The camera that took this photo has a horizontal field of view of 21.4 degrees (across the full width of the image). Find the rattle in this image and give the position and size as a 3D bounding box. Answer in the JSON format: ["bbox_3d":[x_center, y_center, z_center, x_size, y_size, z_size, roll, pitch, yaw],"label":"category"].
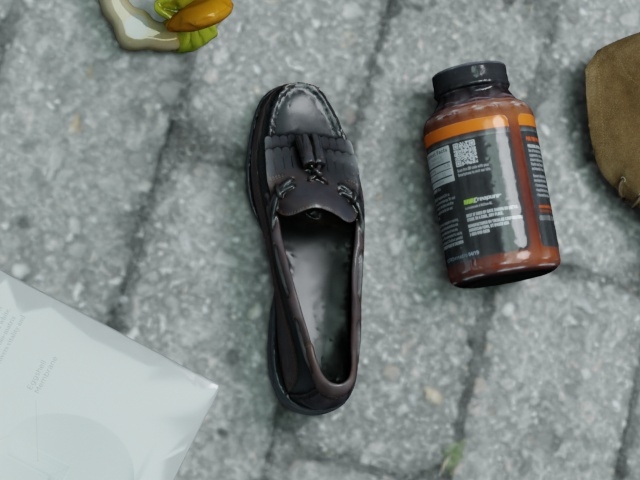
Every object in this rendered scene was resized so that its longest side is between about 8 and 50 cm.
[{"bbox_3d":[-0.139,-0.272,1.486,0.130,0.143,0.200,-1,86,2],"label":"rattle"}]

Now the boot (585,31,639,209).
[{"bbox_3d":[0.329,-0.049,1.615,0.115,0.112,0.305,-12,87,12],"label":"boot"}]

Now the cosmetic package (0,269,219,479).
[{"bbox_3d":[-0.240,0.169,1.369,0.224,0.138,0.224,30,73,-10],"label":"cosmetic package"}]

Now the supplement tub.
[{"bbox_3d":[0.153,-0.061,1.544,0.106,0.106,0.198,-6,82,-17],"label":"supplement tub"}]

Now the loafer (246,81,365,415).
[{"bbox_3d":[0.000,0.000,1.493,0.109,0.095,0.303,-1,80,-17],"label":"loafer"}]
